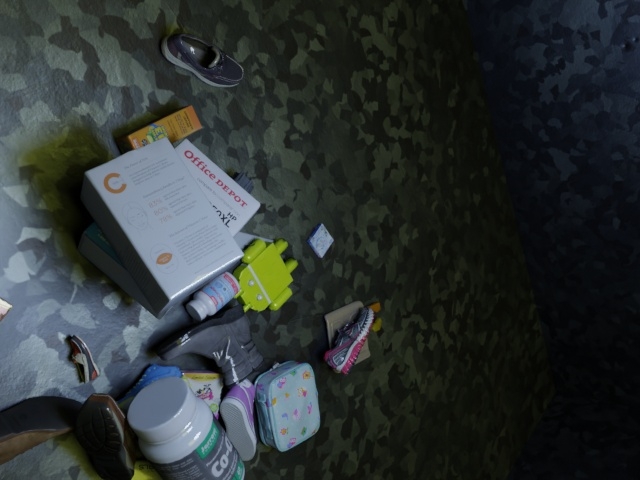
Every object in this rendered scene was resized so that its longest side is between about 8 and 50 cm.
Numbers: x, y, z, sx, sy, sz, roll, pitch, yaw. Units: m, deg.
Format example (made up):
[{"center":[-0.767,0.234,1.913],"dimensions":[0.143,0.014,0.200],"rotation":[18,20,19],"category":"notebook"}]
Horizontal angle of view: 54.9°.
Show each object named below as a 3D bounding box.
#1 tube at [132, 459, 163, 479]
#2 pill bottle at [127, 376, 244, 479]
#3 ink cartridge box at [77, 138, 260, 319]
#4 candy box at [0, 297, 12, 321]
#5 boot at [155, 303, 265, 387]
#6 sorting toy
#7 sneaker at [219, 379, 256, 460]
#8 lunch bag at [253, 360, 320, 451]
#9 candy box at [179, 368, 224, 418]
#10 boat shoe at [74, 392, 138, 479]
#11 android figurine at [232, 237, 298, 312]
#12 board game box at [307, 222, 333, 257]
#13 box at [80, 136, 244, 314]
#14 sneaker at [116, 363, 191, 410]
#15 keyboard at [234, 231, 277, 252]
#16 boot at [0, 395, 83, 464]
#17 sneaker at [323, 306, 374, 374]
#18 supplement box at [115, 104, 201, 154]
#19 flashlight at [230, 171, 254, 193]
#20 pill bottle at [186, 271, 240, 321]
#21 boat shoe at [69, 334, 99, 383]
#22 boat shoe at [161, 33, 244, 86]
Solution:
[{"center":[-0.476,0.669,1.764],"dimensions":[0.240,0.070,0.062],"rotation":[14,122,-40],"category":"tube"},{"center":[-0.359,0.548,1.653],"dimensions":[0.204,0.204,0.361],"rotation":[-48,132,-33],"category":"pill bottle"},{"center":[-0.398,-0.037,1.657],"dimensions":[0.285,0.166,0.395],"rotation":[42,58,-7],"category":"ink cartridge box"},{"center":[-0.852,0.217,1.326],"dimensions":[0.183,0.087,0.316],"rotation":[49,58,-36],"category":"candy box"},{"center":[-0.307,0.342,1.827],"dimensions":[0.338,0.118,0.223],"rotation":[-23,91,-46],"category":"boot"},{"center":[0.133,0.357,2.399],"dimensions":[0.307,0.041,0.229],"rotation":[-18,100,-44],"category":"sorting toy"},{"center":[-0.242,0.566,1.974],"dimensions":[0.161,0.102,0.282],"rotation":[-70,162,-58],"category":"sneaker"},{"center":[-0.119,0.556,2.093],"dimensions":[0.224,0.108,0.279],"rotation":[-18,104,-41],"category":"lunch bag"},{"center":[-0.384,0.507,1.840],"dimensions":[0.159,0.071,0.233],"rotation":[13,82,-45],"category":"candy box"},{"center":[-0.544,0.495,1.595],"dimensions":[0.120,0.122,0.324],"rotation":[-81,176,-51],"category":"boat shoe"},{"center":[-0.186,0.120,2.029],"dimensions":[0.273,0.056,0.248],"rotation":[-44,124,-33],"category":"android figurine"},{"center":[0.000,0.000,2.250],"dimensions":[0.090,0.020,0.090],"rotation":[-55,127,-29],"category":"board game box"},{"center":[-0.381,-0.035,1.469],"dimensions":[0.215,0.168,0.345],"rotation":[-32,88,-30],"category":"box"},{"center":[-0.490,0.425,1.728],"dimensions":[0.240,0.126,0.091],"rotation":[-16,133,-18],"category":"sneaker"},{"center":[-0.239,0.014,2.011],"dimensions":[0.256,0.014,0.072],"rotation":[16,86,-45],"category":"keyboard"},{"center":[-0.716,0.465,1.498],"dimensions":[0.305,0.112,0.115],"rotation":[-1,124,-51],"category":"boot"},{"center":[0.115,0.352,2.279],"dimensions":[0.299,0.112,0.121],"rotation":[-56,167,-44],"category":"sneaker"},{"center":[-0.450,-0.300,1.725],"dimensions":[0.233,0.080,0.078],"rotation":[-38,116,-36],"category":"supplement box"},{"center":[-0.311,-0.080,1.865],"dimensions":[0.103,0.103,0.304],"rotation":[49,60,-32],"category":"flashlight"},{"center":[-0.327,0.171,1.868],"dimensions":[0.160,0.087,0.087],"rotation":[-42,121,-34],"category":"pill bottle"},{"center":[-0.622,0.309,1.602],"dimensions":[0.043,0.049,0.137],"rotation":[-35,121,-37],"category":"boat shoe"},{"center":[-0.331,-0.533,1.825],"dimensions":[0.285,0.092,0.103],"rotation":[18,79,-45],"category":"boat shoe"}]
